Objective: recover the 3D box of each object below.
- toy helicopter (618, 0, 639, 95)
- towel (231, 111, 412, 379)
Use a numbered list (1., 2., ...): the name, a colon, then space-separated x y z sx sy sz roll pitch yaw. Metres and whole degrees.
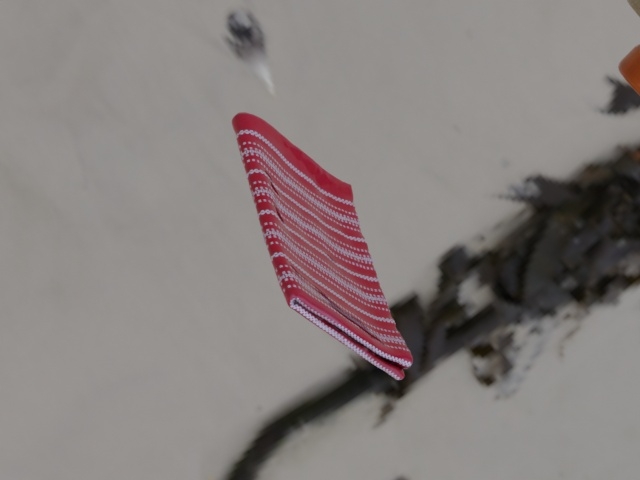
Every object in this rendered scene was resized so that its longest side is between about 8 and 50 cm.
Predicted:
1. toy helicopter: 0.371 -0.086 1.297 0.140 0.355 0.235 -46 162 15
2. towel: 0.000 0.000 1.716 0.031 0.275 0.199 -37 134 19
